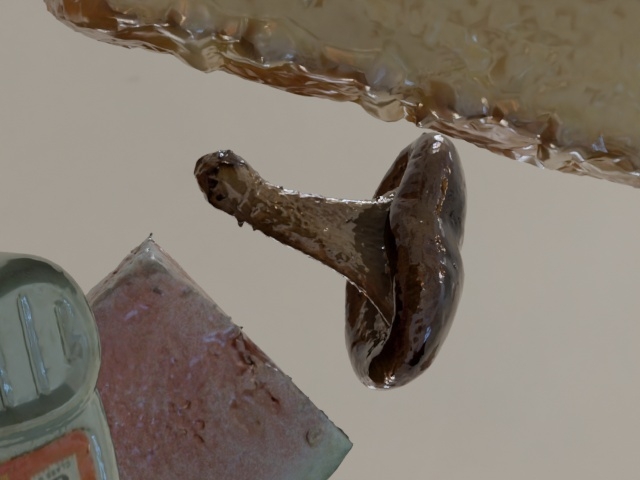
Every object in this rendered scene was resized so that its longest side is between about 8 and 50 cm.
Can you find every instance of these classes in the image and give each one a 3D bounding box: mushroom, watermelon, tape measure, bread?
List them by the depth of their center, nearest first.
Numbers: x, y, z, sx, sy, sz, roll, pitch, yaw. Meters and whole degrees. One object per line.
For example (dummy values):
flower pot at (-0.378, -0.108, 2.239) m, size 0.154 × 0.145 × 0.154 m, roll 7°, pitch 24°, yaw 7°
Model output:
tape measure at (-0.228, 0.125, 0.986) m, size 0.125 × 0.243 × 0.246 m, roll 6°, pitch -68°, yaw 39°
bread at (0.039, -0.205, 1.019) m, size 0.390 × 0.371 × 0.279 m, roll -145°, pitch -108°, yaw -76°
watermelon at (-0.120, 0.108, 1.401) m, size 0.261 × 0.213 × 0.201 m, roll 39°, pitch -22°, yaw 21°
mushroom at (0.000, 0.000, 1.449) m, size 0.148 × 0.217 × 0.227 m, roll 122°, pitch -22°, yaw -45°
